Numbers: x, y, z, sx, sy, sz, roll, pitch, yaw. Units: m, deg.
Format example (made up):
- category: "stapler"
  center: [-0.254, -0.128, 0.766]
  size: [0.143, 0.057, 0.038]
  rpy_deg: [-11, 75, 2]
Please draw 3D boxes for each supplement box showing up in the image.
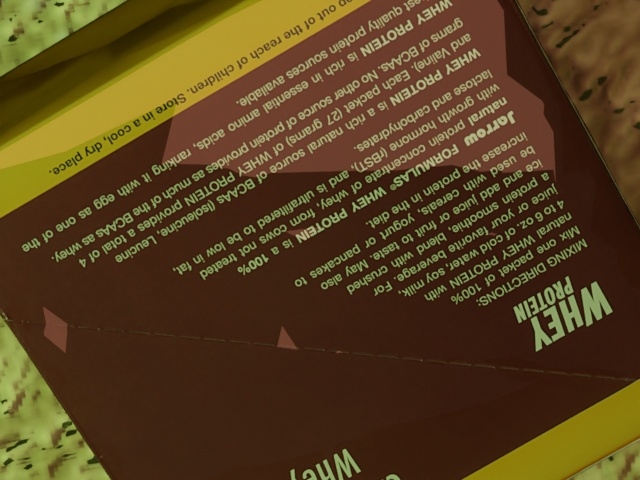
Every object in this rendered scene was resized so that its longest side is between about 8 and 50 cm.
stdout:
- category: "supplement box"
  center: [0.000, 0.000, 0.679]
  size: [0.191, 0.129, 0.194]
  rpy_deg: [-30, 107, 4]
